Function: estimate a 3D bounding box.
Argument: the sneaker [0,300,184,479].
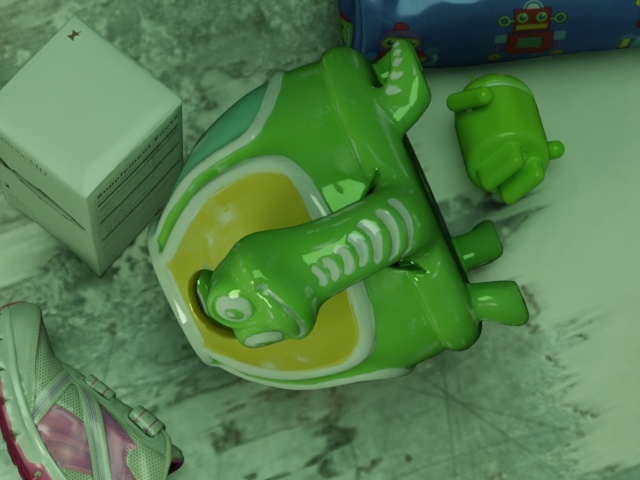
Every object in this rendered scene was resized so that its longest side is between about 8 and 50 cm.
[{"bbox_3d":[-0.163,0.155,1.365,0.111,0.103,0.252,-22,80,-15],"label":"sneaker"}]

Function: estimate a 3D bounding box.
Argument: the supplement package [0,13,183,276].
[{"bbox_3d":[-0.172,-0.066,1.391,0.105,0.179,0.105,39,73,10],"label":"supplement package"}]

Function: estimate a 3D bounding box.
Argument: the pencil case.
[{"bbox_3d":[0.155,-0.206,1.494,0.306,0.119,0.133,-6,50,-5],"label":"pencil case"}]

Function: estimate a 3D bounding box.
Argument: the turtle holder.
[{"bbox_3d":[0.006,0.011,1.321,0.227,0.243,0.320,-23,35,6],"label":"turtle holder"}]

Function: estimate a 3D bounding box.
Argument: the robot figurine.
[{"bbox_3d":[0.141,-0.083,1.465,0.101,0.067,0.115,30,34,-31],"label":"robot figurine"}]
